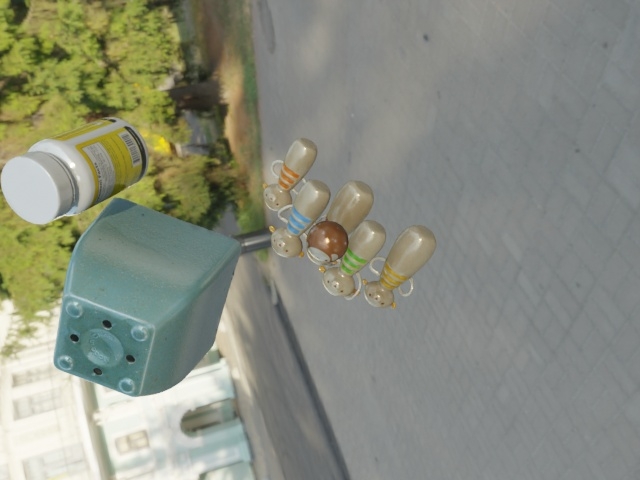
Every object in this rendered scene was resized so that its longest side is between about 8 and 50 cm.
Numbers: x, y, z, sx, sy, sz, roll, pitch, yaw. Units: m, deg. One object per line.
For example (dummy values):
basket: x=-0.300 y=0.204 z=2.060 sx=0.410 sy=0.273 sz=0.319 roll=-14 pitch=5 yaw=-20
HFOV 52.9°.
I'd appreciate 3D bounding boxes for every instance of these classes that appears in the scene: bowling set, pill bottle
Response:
bowling set: x=0.000 y=0.000 z=0.908 sx=0.287 sy=0.200 sz=0.154 roll=39 pitch=121 yaw=10
pill bottle: x=-0.366 y=-0.108 z=0.973 sx=0.208 sy=0.119 sz=0.119 roll=-48 pitch=-46 yaw=-59

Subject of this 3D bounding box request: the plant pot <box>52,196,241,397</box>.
plant pot: x=-0.308 y=0.115 z=1.071 sx=0.252 sy=0.248 sz=0.247 roll=-67 pitch=-3 yaw=-64
